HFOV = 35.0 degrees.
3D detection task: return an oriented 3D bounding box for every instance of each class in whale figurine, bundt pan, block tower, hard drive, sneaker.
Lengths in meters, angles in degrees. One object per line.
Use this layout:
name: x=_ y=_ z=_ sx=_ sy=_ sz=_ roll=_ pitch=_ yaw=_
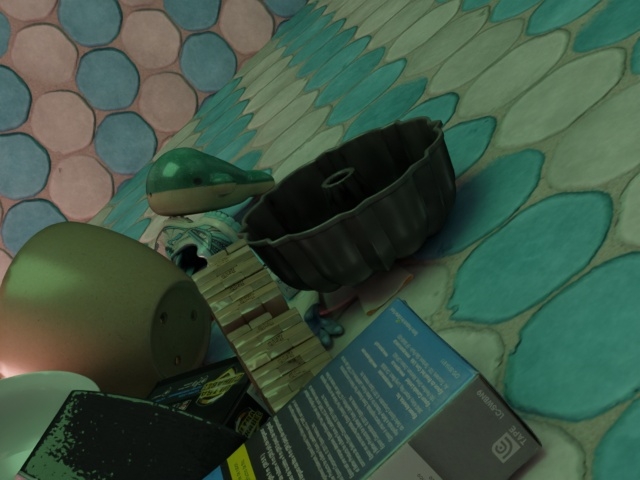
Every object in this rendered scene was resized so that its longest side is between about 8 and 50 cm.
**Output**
whale figurine: x=-0.237 y=-0.132 z=2.147 sx=0.272 sy=0.141 sz=0.216 roll=-10 pitch=1 yaw=-28
bundt pan: x=0.053 y=-0.041 z=1.448 sx=0.330 sy=0.124 sz=0.331 roll=-27 pitch=20 yaw=11
block tower: x=-0.061 y=0.125 z=1.251 sx=0.091 sy=0.097 sz=0.335 roll=-30 pitch=34 yaw=-8
hard drive: x=-0.217 y=0.260 z=1.176 sx=0.254 sy=0.054 sz=0.172 roll=11 pitch=48 yaw=20
sneaker: x=-0.275 y=0.019 z=2.061 sx=0.283 sy=0.110 sz=0.122 roll=-17 pitch=33 yaw=52

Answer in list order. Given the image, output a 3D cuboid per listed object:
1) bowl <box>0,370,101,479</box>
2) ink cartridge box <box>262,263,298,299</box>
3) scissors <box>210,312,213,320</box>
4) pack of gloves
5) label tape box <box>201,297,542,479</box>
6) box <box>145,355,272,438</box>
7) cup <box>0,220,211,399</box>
bowl: x=-0.418 y=0.308 z=1.353 sx=0.297 sy=0.134 sz=0.298 roll=-11 pitch=24 yaw=5
ink cartridge box: x=0.000 y=0.000 z=1.641 sx=0.207 sy=0.046 sz=0.097 roll=-43 pitch=19 yaw=-4
scissors: x=-0.270 y=0.148 z=1.901 sx=0.109 sy=0.021 sz=0.297 roll=-50 pitch=19 yaw=-16
pack of gloves: x=0.017 y=0.069 z=1.452 sx=0.195 sy=0.046 sz=0.232 roll=-42 pitch=18 yaw=2
label tape box: x=0.018 y=0.231 z=0.981 sx=0.333 sy=0.106 sz=0.240 roll=-43 pitch=18 yaw=0
box: x=-0.195 y=0.289 z=1.344 sx=0.295 sy=0.073 sz=0.293 roll=-22 pitch=26 yaw=47
cup: x=-0.318 y=0.138 z=1.625 sx=0.236 sy=0.331 sz=0.331 roll=3 pitch=41 yaw=28
